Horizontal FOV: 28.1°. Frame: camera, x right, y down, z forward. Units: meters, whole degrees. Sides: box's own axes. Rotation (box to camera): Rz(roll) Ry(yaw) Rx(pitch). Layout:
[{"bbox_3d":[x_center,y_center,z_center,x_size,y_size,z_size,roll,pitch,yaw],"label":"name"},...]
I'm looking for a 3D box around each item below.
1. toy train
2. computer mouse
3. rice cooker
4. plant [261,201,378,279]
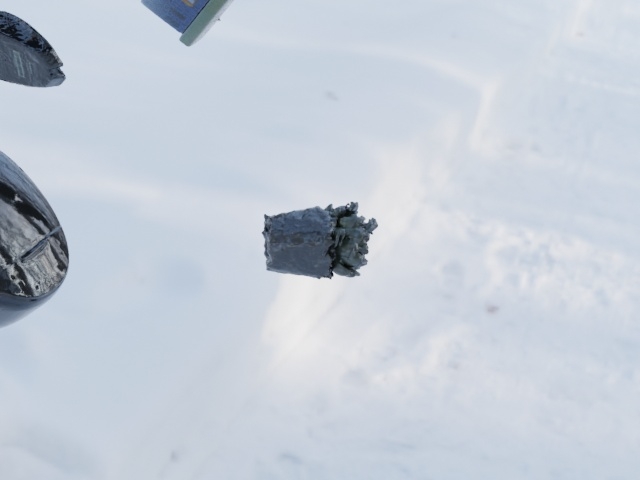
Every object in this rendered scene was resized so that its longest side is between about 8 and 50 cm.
[{"bbox_3d":[-0.201,-0.439,1.967,0.202,0.299,0.131,38,58,-12],"label":"toy train"},{"bbox_3d":[-0.392,-0.247,1.634,0.172,0.099,0.057,20,51,14],"label":"computer mouse"},{"bbox_3d":[-0.325,-0.010,1.159,0.203,0.118,0.142,47,39,-1],"label":"rice cooker"},{"bbox_3d":[0.000,0.000,1.591,0.143,0.094,0.092,0,33,-9],"label":"plant"}]
